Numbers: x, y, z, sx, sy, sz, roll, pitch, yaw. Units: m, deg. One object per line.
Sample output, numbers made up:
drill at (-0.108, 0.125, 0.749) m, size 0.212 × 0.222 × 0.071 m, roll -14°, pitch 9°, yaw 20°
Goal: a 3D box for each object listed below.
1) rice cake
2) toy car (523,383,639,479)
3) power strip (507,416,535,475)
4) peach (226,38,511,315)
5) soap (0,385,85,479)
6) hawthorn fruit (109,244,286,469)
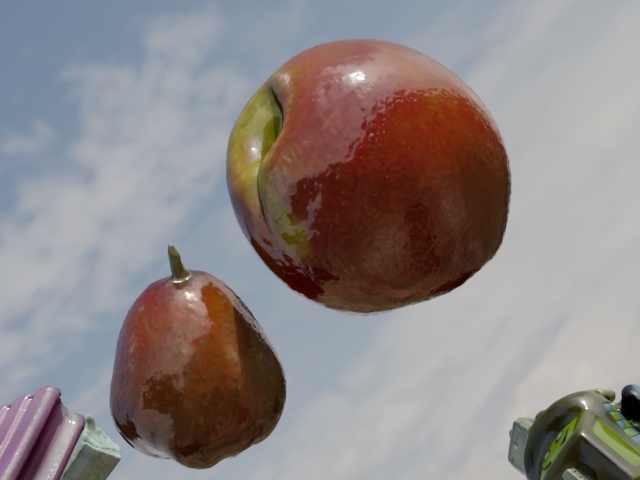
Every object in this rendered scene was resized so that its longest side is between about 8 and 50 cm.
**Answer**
rice cake at (-0.348, 0.343, 2.137) m, size 0.069 × 0.063 × 0.206 m, roll 34°, pitch -84°, yaw -31°
toy car at (0.362, 0.297, 1.977) m, size 0.198 × 0.248 × 0.204 m, roll 9°, pitch -64°, yaw -54°
power strip at (0.390, 0.365, 2.549) m, size 0.387 × 0.066 × 0.092 m, roll -151°, pitch 70°, yaw -72°
peach at (0.063, -0.064, 1.696) m, size 0.332 × 0.308 × 0.308 m, roll 25°, pitch -72°, yaw -38°
soap at (-0.311, 0.237, 1.496) m, size 0.122 × 0.065 × 0.203 m, roll -24°, pitch 26°, yaw 28°
hawthorn fruit at (-0.143, 0.123, 1.731) m, size 0.199 × 0.199 × 0.251 m, roll -26°, pitch -69°, yaw -53°
